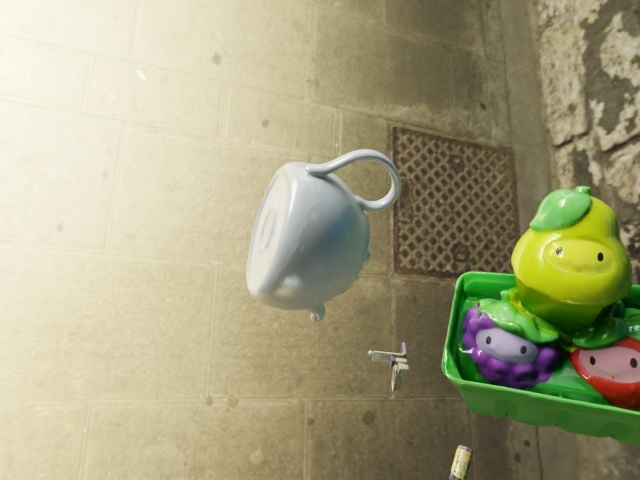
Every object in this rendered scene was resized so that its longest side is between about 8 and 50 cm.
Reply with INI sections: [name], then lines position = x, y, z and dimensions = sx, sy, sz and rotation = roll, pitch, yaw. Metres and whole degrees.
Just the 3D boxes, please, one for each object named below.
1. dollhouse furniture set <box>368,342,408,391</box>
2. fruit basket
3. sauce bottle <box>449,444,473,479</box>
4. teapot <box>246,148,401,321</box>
[dollhouse furniture set]
position = 0.144, 0.294, 1.017
dimensions = 0.081, 0.091, 0.115
rotation = 4, 116, 3
[fruit basket]
position = 0.395, 0.122, 0.739
dimensions = 0.391, 0.392, 0.283
rotation = 35, 47, -9
[sauce bottle]
position = 0.347, 0.581, 1.152
dimensions = 0.042, 0.042, 0.128
rotation = 31, 62, -10
[teapot]
position = 0.000, 0.000, 0.752
dimensions = 0.186, 0.256, 0.253
rotation = 14, 78, -19
